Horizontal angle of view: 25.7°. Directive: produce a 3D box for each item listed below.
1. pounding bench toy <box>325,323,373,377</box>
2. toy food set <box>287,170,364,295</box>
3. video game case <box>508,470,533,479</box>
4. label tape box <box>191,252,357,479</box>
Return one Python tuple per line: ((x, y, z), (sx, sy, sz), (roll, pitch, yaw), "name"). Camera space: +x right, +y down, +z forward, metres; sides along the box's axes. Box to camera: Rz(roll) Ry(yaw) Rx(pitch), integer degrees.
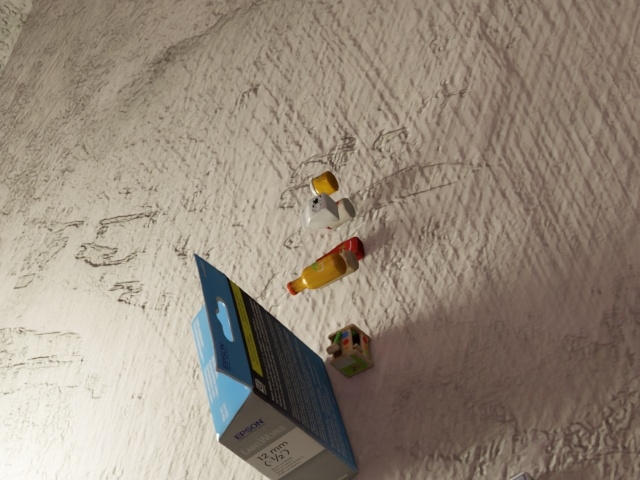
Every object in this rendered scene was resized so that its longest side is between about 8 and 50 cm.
((0.039, 0.167, 2.248), (0.052, 0.083, 0.065), (-28, 45, 23), "pounding bench toy")
((0.000, 0.000, 2.395), (0.104, 0.111, 0.232), (-28, 46, 22), "toy food set")
((0.226, 0.435, 1.911), (0.201, 0.023, 0.183), (-34, 42, 17), "video game case")
((-0.104, 0.213, 2.133), (0.115, 0.348, 0.249), (-36, 41, 15), "label tape box")
